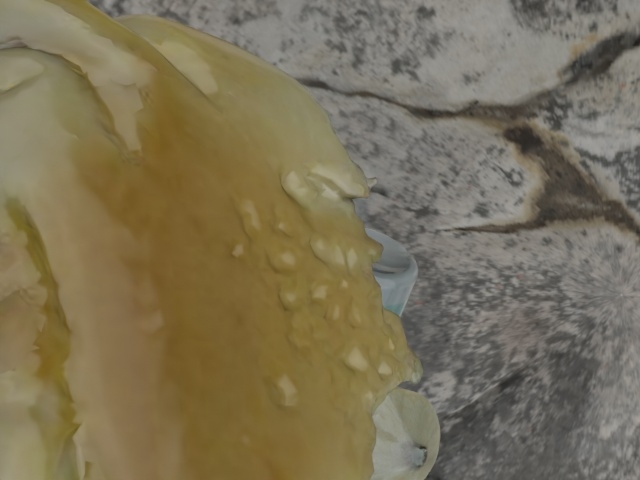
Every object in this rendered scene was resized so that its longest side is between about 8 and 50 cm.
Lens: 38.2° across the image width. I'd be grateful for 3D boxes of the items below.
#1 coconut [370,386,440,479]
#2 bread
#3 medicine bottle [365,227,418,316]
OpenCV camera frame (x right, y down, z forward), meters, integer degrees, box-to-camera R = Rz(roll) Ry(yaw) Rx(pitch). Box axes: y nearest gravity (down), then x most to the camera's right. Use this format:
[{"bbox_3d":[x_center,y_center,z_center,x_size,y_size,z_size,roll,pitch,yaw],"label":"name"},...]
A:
[{"bbox_3d":[0.109,0.352,1.645,0.222,0.202,0.202,7,89,62],"label":"coconut"},{"bbox_3d":[-0.117,0.062,0.496,0.328,0.245,0.424,-10,70,8],"label":"bread"},{"bbox_3d":[0.001,0.156,1.036,0.110,0.110,0.352,29,119,17],"label":"medicine bottle"}]
